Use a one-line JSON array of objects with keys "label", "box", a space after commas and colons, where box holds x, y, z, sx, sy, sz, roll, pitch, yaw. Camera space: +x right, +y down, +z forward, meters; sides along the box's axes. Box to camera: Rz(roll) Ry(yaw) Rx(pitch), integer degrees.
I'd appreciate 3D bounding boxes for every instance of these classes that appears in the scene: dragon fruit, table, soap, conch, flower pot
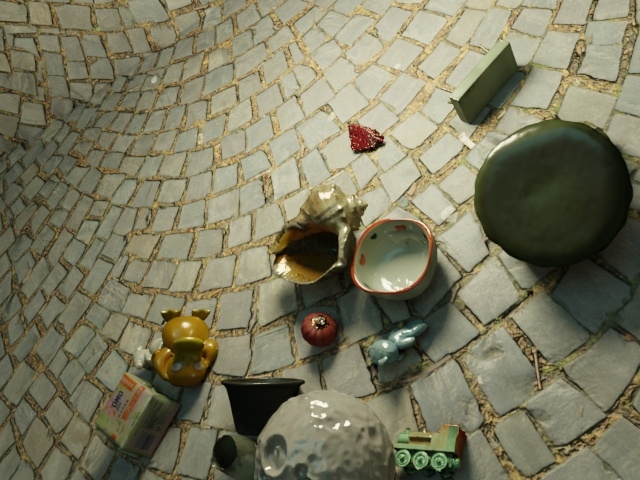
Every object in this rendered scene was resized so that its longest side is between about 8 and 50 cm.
[{"label": "dragon fruit", "box": [0.165, -0.360, 2.013, 0.131, 0.063, 0.097, -1, 94, 33]}, {"label": "table", "box": [0.488, -0.506, 1.835, 0.240, 0.121, 0.111, -48, 48, -3]}, {"label": "soap", "box": [-0.583, 0.554, 1.863, 0.182, 0.138, 0.199, 19, 74, 40]}, {"label": "conch", "box": [0.014, 0.004, 1.786, 0.352, 0.210, 0.297, -42, 45, 34]}, {"label": "flower pot", "box": [-0.160, 0.458, 1.621, 0.235, 0.235, 0.148, -5, 80, 31]}]

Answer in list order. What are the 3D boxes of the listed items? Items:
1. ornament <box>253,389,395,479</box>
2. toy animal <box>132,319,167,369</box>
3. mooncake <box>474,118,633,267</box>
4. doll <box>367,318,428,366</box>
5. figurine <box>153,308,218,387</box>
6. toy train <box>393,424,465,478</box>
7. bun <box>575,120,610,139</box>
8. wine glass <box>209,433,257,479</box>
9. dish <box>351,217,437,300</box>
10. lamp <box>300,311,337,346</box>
[{"label": "ornament", "box": [0.003, 0.519, 1.378, 0.337, 0.337, 0.337, -16, 55, 24]}, {"label": "toy animal", "box": [-0.551, 0.354, 1.983, 0.182, 0.131, 0.127, -36, 70, -3]}, {"label": "mooncake", "box": [0.564, -0.113, 1.428, 0.356, 0.194, 0.356, 1, 92, 26]}, {"label": "doll", "box": [0.213, 0.280, 1.572, 0.180, 0.075, 0.120, -26, 9, -7]}, {"label": "figurine", "box": [-0.434, 0.344, 1.889, 0.215, 0.215, 0.228, -37, 34, 8]}, {"label": "toy train", "box": [0.255, 0.500, 1.402, 0.176, 0.074, 0.118, -8, 48, 34]}, {"label": "bun", "box": [0.671, -0.234, 1.546, 0.193, 0.128, 0.178, -24, 51, 16]}, {"label": "wine glass", "box": [-0.192, 0.580, 1.552, 0.111, 0.204, 0.111, -19, 55, 28]}, {"label": "dish", "box": [0.221, 0.065, 1.657, 0.256, 0.117, 0.256, -16, 54, 24]}, {"label": "lamp", "box": [-0.003, 0.258, 1.699, 0.107, 0.092, 0.107, 3, 49, -4]}]
